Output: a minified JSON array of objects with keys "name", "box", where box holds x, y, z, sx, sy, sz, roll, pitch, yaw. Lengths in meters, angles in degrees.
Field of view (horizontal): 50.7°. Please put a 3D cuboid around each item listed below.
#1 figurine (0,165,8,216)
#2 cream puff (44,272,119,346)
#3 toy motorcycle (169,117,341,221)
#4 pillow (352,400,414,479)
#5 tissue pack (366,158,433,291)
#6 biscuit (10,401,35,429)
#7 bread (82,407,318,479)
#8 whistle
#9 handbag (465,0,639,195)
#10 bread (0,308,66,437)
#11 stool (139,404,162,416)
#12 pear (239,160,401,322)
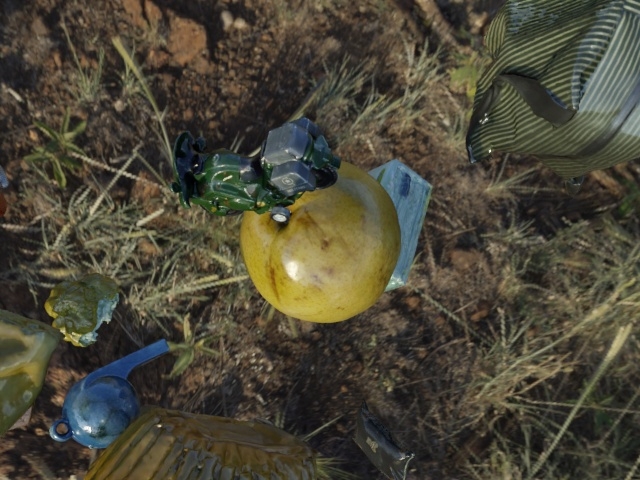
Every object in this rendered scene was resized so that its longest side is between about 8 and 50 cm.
[{"name":"figurine","box":[-0.515,-0.047,0.860,0.193,0.154,0.421,-13,94,19]},{"name":"cream puff","box":[-0.467,0.124,1.318,0.121,0.156,0.156,31,67,3]},{"name":"toy motorcycle","box":[-0.110,-0.104,0.990,0.187,0.274,0.125,38,49,-43]},{"name":"pillow","box":[0.107,0.363,1.194,0.048,0.091,0.150,-24,41,-25]},{"name":"tissue pack","box":[0.056,0.004,1.597,0.162,0.388,0.287,37,56,-25]},{"name":"biscuit","box":[-0.574,0.233,1.109,0.182,0.034,0.215,-19,113,-19]},{"name":"bread","box":[-0.111,0.249,0.659,0.239,0.240,0.139,19,86,-6]},{"name":"whistle","box":[-0.229,0.180,0.757,0.157,0.090,0.090,-22,76,-45]},{"name":"handbag","box":[0.346,-0.210,0.881,0.247,0.340,0.240,14,81,-12]},{"name":"bread","box":[-0.336,0.162,0.543,0.130,0.152,0.268,44,71,-43]},{"name":"stool","box":[-0.390,0.426,1.510,0.096,0.110,0.096,2,110,7]},{"name":"pear","box":[0.000,0.000,1.228,0.314,0.314,0.315,4,71,-12]}]
